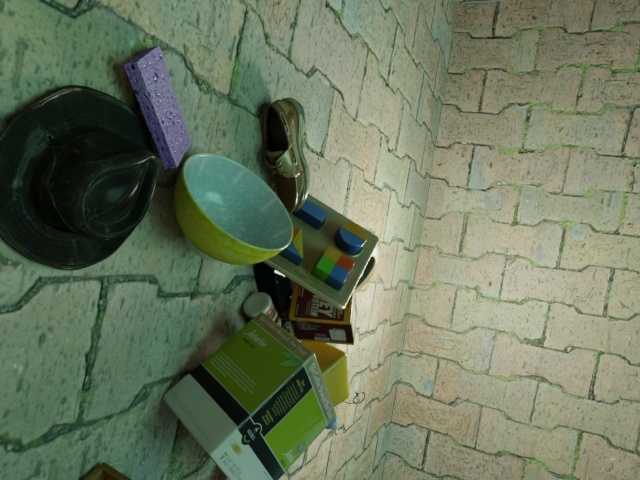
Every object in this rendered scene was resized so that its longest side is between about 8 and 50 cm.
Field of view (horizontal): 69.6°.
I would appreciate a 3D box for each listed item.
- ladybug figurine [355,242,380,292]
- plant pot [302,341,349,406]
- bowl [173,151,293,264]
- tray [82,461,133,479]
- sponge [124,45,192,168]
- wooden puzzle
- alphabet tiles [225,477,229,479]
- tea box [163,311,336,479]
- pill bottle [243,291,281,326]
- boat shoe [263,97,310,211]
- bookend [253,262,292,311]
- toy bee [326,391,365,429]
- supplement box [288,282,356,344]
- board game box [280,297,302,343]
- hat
[{"bbox_3d":[0.069,0.083,1.674,0.305,0.162,0.449,-54,155,7],"label":"ladybug figurine"},{"bbox_3d":[-0.044,0.484,1.607,0.187,0.212,0.212,-31,127,-42],"label":"plant pot"},{"bbox_3d":[-0.221,-0.042,1.048,0.156,0.289,0.289,-44,169,26],"label":"bowl"},{"bbox_3d":[-0.312,0.577,0.802,0.203,0.411,0.076,-38,139,-55],"label":"tray"},{"bbox_3d":[-0.315,-0.262,0.915,0.117,0.031,0.210,-84,166,-54],"label":"sponge"},{"bbox_3d":[0.000,0.000,1.394,0.348,0.322,0.080,-58,179,-43],"label":"wooden puzzle"},{"bbox_3d":[-0.214,0.654,1.425,0.284,0.021,0.278,92,23,-47],"label":"alphabet tiles"},{"bbox_3d":[-0.162,0.432,1.194,0.323,0.220,0.329,-38,137,-25],"label":"tea box"},{"bbox_3d":[-0.167,0.231,1.373,0.086,0.086,0.152,-61,149,-35],"label":"pill bottle"},{"bbox_3d":[-0.112,-0.236,1.312,0.116,0.123,0.324,-25,114,-52],"label":"boat shoe"},{"bbox_3d":[-0.126,0.109,1.434,0.157,0.072,0.156,-51,143,-48],"label":"bookend"},{"bbox_3d":[0.010,0.683,1.866,0.298,0.162,0.195,-9,117,-38],"label":"toy bee"},{"bbox_3d":[0.015,0.234,1.477,0.194,0.191,0.129,79,17,-56],"label":"supplement box"},{"bbox_3d":[-0.098,0.301,1.546,0.141,0.048,0.170,-70,159,-66],"label":"board game box"},{"bbox_3d":[-0.368,-0.101,0.786,0.331,0.134,0.331,-30,124,-58],"label":"hat"}]
